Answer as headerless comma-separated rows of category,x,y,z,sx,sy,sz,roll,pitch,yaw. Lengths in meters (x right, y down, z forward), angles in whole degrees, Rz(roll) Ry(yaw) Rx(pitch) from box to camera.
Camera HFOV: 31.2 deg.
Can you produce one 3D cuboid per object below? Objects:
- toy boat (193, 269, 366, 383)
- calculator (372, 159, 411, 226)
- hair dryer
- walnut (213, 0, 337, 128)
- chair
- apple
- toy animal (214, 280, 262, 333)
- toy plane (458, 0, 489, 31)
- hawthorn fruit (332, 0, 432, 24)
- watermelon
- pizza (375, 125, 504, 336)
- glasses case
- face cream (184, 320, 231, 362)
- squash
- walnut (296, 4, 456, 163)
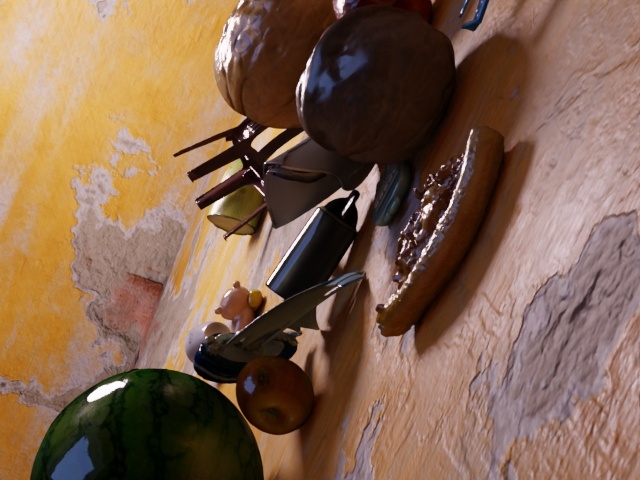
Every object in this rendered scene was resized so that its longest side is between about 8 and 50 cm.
toy boat,-0.050,0.128,1.670,0.292,0.070,0.210,-29,-16,7
calculator,0.098,-0.070,1.594,0.153,0.021,0.095,-93,27,-62
hair dryer,0.000,0.000,1.805,0.195,0.078,0.248,-56,4,3
walnut,-0.059,-0.364,2.176,0.252,0.277,0.313,49,117,40
chair,-0.130,-0.184,2.431,0.326,0.183,0.175,-32,41,-7
apple,-0.063,0.217,1.606,0.099,0.114,0.102,-30,32,14
toy animal,-0.165,0.137,2.221,0.091,0.082,0.114,168,121,-76
toy plane,0.228,-0.378,1.360,0.271,0.105,0.254,141,146,-64
hawthorn fruit,0.099,-0.355,1.747,0.194,0.157,0.157,-102,34,-61
watermelon,-0.247,0.352,1.644,0.363,0.363,0.363,-159,90,-77
pizza,0.131,-0.011,1.292,0.271,0.056,0.134,-61,24,30
glasses case,0.029,-0.122,1.688,0.308,0.083,0.128,-41,-29,-43
face cream,-0.229,0.212,2.352,0.095,0.091,0.091,-40,31,52
squash,-0.173,-0.108,2.584,0.123,0.123,0.186,-41,27,65
walnut,0.073,-0.211,1.534,0.224,0.224,0.224,-159,90,-77
